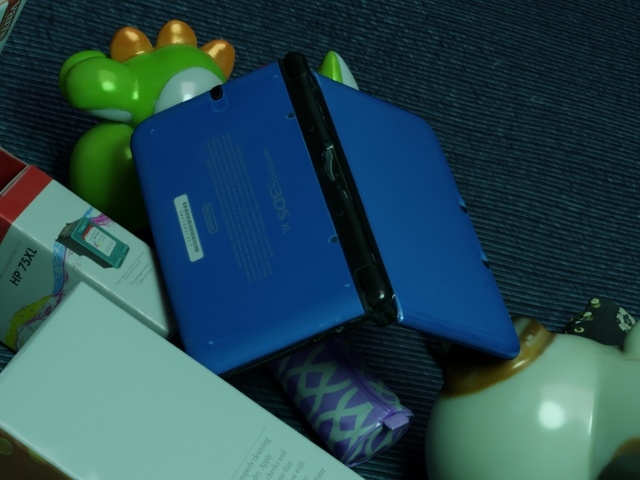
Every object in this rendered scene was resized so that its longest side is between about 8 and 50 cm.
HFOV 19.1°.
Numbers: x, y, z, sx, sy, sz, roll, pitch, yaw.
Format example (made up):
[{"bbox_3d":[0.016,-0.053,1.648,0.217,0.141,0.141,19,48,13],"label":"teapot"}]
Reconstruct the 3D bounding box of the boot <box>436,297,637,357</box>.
[{"bbox_3d":[0.231,0.107,1.910,0.236,0.085,0.178,41,39,-3],"label":"boot"}]

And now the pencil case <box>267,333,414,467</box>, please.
[{"bbox_3d":[0.001,0.109,1.753,0.086,0.088,0.206,-22,67,-42],"label":"pencil case"}]

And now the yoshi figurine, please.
[{"bbox_3d":[-0.086,-0.067,1.809,0.362,0.203,0.203,15,64,-18],"label":"yoshi figurine"}]

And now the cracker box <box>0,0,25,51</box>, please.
[{"bbox_3d":[-0.369,-0.149,1.698,0.067,0.156,0.232,38,42,3],"label":"cracker box"}]

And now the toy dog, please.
[{"bbox_3d":[0.289,0.210,1.660,0.408,0.285,0.395,11,28,28],"label":"toy dog"}]

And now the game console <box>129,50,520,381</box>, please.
[{"bbox_3d":[0.000,0.000,1.649,0.250,0.173,0.293,-23,51,6],"label":"game console"}]

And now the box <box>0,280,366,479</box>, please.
[{"bbox_3d":[-0.118,0.234,1.459,0.345,0.215,0.168,35,41,1],"label":"box"}]

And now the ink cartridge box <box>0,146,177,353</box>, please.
[{"bbox_3d":[-0.232,0.032,1.635,0.231,0.134,0.078,34,41,0],"label":"ink cartridge box"}]
